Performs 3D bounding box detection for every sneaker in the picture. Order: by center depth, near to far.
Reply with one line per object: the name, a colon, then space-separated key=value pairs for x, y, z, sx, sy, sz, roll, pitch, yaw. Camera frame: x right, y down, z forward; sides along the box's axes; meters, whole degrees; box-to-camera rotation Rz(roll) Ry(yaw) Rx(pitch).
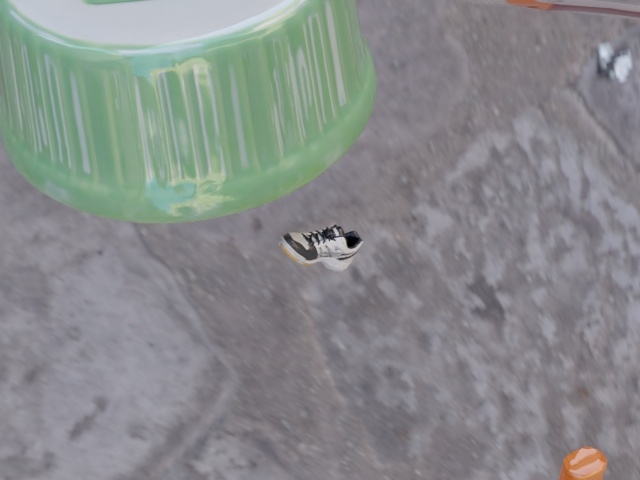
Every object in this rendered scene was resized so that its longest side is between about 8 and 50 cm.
sneaker: x=0.000 y=0.000 z=1.430 sx=0.037 sy=0.083 sz=0.032 roll=-49 pitch=58 yaw=23

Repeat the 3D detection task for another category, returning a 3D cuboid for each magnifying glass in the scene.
magnifying glass: x=0.153 y=0.219 z=1.176 sx=0.092 sy=0.231 sz=0.026 roll=-22 pitch=49 yaw=-27

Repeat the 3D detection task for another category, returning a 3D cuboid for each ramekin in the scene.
ramekin: x=-0.111 y=-0.167 z=1.378 sx=0.303 sy=0.148 sz=0.303 roll=-3 pitch=42 yaw=3

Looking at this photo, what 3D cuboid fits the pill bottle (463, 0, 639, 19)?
pill bottle: x=0.254 y=-0.200 z=0.799 sx=0.392 sy=0.224 sz=0.224 roll=5 pitch=76 yaw=-3
